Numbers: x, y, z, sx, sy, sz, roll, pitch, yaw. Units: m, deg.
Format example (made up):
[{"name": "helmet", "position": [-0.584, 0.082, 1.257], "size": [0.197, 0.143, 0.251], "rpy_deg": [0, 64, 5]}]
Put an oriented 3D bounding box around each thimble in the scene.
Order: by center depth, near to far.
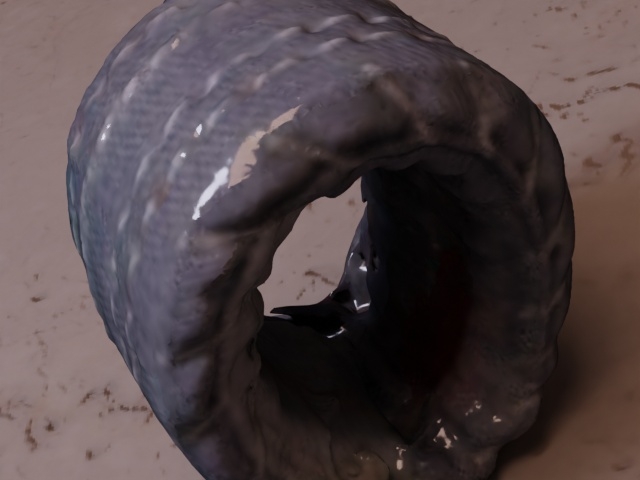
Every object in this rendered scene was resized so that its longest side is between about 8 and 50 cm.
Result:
[{"name": "thimble", "position": [0.000, 0.000, 0.661], "size": [0.205, 0.236, 0.172], "rpy_deg": [-41, 38, -2]}]
